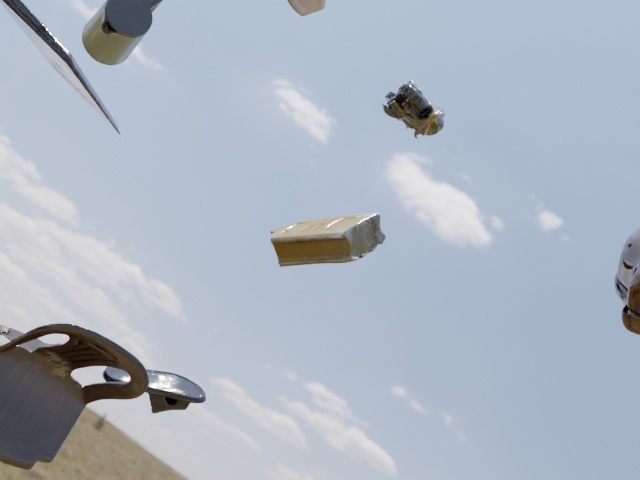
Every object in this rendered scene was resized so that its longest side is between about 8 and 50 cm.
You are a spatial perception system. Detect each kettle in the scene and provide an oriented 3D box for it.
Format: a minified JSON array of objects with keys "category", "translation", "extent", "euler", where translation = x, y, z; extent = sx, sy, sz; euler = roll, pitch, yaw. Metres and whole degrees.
[{"category":"kettle","translation":[-0.370,-0.402,1.425],"extent":[0.127,0.098,0.148],"euler":[-7,-4,-33]}]

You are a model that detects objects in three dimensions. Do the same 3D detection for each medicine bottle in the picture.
[{"category":"medicine bottle","translation":[-0.048,-0.527,1.399],"extent":[0.115,0.078,0.219],"euler":[62,11,-55]}]

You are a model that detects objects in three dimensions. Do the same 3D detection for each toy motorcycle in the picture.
[{"category":"toy motorcycle","translation":[0.205,-0.284,1.672],"extent":[0.130,0.094,0.229],"euler":[42,0,-8]}]

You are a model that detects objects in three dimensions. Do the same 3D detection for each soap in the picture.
[{"category":"soap","translation":[0.000,0.000,1.728],"extent":[0.257,0.160,0.080],"euler":[-4,-74,36]}]

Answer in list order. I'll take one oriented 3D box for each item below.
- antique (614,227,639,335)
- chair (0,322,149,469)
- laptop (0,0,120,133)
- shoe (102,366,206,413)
[{"category":"antique","translation":[0.495,0.044,0.958],"extent":[0.223,0.278,0.129],"euler":[26,-57,45]},{"category":"chair","translation":[-0.398,0.219,1.049],"extent":[0.175,0.183,0.326],"euler":[40,-28,-27]},{"category":"laptop","translation":[-0.287,-0.199,0.838],"extent":[0.135,0.016,0.197],"euler":[45,-9,9]},{"category":"shoe","translation":[-0.254,0.228,1.132],"extent":[0.159,0.053,0.062],"euler":[20,13,-25]}]
